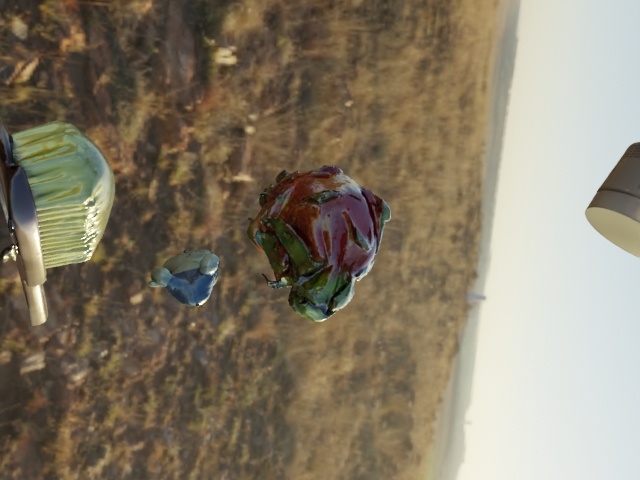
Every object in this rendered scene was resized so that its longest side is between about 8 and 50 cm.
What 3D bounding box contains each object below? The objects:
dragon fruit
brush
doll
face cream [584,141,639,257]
[{"bbox_3d":[-0.022,-0.002,1.088,0.269,0.200,0.198,-56,157,-51],"label":"dragon fruit"},{"bbox_3d":[-0.173,0.003,0.508,0.313,0.067,0.072,136,-61,-65],"label":"brush"},{"bbox_3d":[-0.137,0.036,0.800,0.083,0.076,0.051,-114,-168,-75],"label":"doll"},{"bbox_3d":[0.580,-0.067,1.368,0.153,0.177,0.177,-55,163,-7],"label":"face cream"}]
